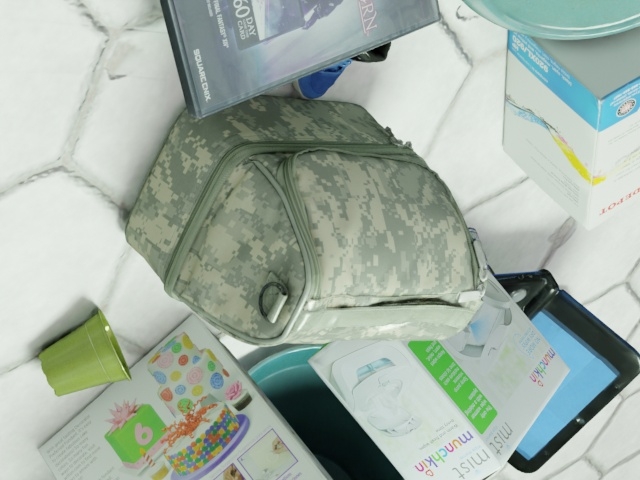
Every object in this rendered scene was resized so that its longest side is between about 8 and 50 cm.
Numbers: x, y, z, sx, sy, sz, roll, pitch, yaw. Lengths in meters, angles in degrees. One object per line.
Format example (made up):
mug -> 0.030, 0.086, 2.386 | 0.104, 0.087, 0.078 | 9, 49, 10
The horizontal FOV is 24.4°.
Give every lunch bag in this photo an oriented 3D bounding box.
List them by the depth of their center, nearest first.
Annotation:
lunch bag -> 0.000, 0.000, 1.502 | 0.305, 0.256, 0.213 | 1, 128, -47

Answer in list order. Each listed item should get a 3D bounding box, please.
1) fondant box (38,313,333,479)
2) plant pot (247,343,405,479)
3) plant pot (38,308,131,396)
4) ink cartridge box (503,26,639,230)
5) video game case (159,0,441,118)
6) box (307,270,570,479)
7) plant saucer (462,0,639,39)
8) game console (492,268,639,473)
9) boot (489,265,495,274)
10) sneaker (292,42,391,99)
fondant box -> -0.127, 0.279, 1.624 | 0.238, 0.330, 0.096 | -41, 148, -1
plant pot -> -0.010, 0.307, 1.867 | 0.271, 0.272, 0.255 | -27, 159, -22
plant pot -> -0.252, 0.126, 1.562 | 0.079, 0.083, 0.083 | -25, 146, -4
ink cartridge box -> 0.330, -0.168, 1.730 | 0.171, 0.168, 0.233 | -29, 145, -18
video game case -> -0.020, -0.247, 1.335 | 0.274, 0.026, 0.196 | -24, 118, -24
box -> 0.145, 0.151, 1.757 | 0.127, 0.231, 0.262 | -40, 178, 33
plant saucer -> 0.275, -0.301, 1.490 | 0.317, 0.044, 0.318 | -3, 148, -2
game console -> 0.236, 0.192, 1.994 | 0.250, 0.173, 0.293 | -4, 143, -39
boot -> 0.200, 0.080, 2.004 | 0.087, 0.042, 0.118 | -35, 147, -6
sneaker -> 0.024, -0.187, 1.466 | 0.058, 0.084, 0.152 | -11, 136, -39
